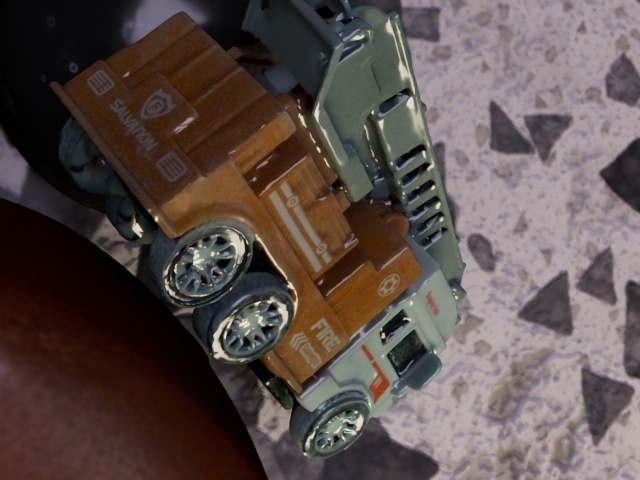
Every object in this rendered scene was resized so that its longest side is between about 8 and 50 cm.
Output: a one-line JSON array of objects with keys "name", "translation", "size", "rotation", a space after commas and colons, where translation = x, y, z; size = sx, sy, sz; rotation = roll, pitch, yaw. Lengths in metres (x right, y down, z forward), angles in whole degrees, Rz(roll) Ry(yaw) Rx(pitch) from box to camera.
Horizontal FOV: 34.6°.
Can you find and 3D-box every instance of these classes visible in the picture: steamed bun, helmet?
[{"name": "steamed bun", "translation": [-0.161, 0.134, 0.544], "size": [0.248, 0.235, 0.379], "rotation": [-33, 115, -10]}, {"name": "helmet", "translation": [-0.103, -0.153, 0.670], "size": [0.230, 0.160, 0.279], "rotation": [-8, 89, -18]}]

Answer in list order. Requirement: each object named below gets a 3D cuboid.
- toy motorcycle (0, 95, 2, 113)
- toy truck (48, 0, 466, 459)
[{"name": "toy motorcycle", "translation": [-0.376, -0.160, 0.567], "size": [0.410, 0.169, 0.237], "rotation": [12, 90, -9]}, {"name": "toy truck", "translation": [0.000, 0.000, 0.629], "size": [0.184, 0.133, 0.338], "rotation": [-39, 142, -5]}]
